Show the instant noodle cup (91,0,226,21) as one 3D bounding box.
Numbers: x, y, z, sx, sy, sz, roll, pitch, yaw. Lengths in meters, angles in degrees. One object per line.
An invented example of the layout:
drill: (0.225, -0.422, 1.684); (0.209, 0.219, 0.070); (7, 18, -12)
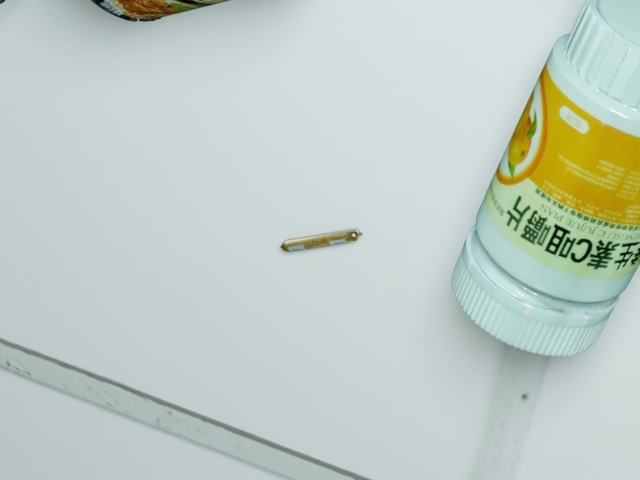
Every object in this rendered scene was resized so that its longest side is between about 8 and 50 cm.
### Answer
instant noodle cup: (-0.125, -0.305, 1.315); (0.182, 0.230, 0.230); (-16, 110, 40)

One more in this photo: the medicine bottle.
medicine bottle: (0.243, -0.061, 1.312); (0.158, 0.158, 0.318); (27, 124, 9)

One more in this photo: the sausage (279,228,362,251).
sausage: (0.000, 0.000, 1.542); (0.100, 0.015, 0.015); (-10, 113, 28)

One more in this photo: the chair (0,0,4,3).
chair: (-0.473, -0.335, 1.361); (0.410, 0.364, 0.361); (9, 132, 30)
